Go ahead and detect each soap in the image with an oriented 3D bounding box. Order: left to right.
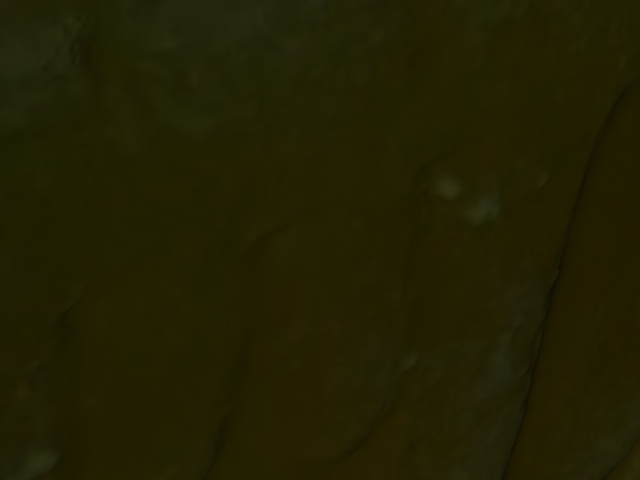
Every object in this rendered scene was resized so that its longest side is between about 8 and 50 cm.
[{"bbox_3d":[0.000,0.000,0.492,0.335,0.156,0.293,-18,133,-33],"label":"soap"}]
